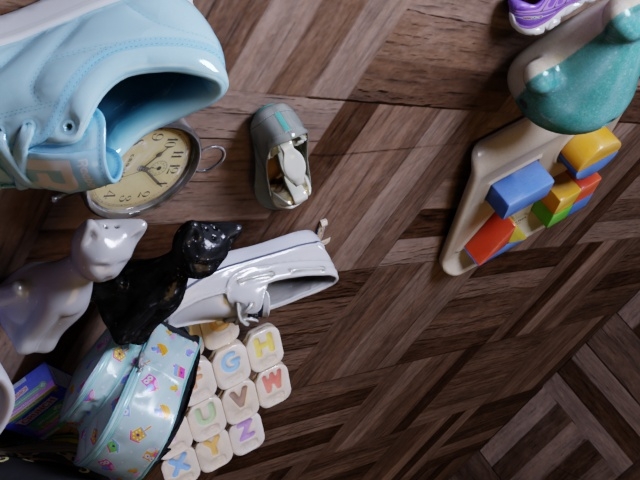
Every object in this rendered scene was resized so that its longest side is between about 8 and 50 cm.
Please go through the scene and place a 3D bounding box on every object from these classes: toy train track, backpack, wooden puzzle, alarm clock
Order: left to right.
[{"bbox_3d":[-0.237,0.198,1.188,0.144,0.188,0.166,26,129,-22],"label":"backpack"},{"bbox_3d":[-0.175,-0.085,0.976,0.192,0.064,0.129,-1,136,-45],"label":"alarm clock"},{"bbox_3d":[0.000,0.000,1.379,0.048,0.014,0.083,-23,150,-26],"label":"toy train track"},{"bbox_3d":[0.364,-0.088,1.601,0.322,0.080,0.347,-27,152,-18],"label":"wooden puzzle"}]

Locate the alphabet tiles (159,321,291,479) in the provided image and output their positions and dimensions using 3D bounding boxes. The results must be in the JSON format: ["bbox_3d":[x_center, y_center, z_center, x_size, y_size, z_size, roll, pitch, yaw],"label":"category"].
[{"bbox_3d":[-0.174,0.231,1.395,0.284,0.021,0.277,-24,123,-23],"label":"alphabet tiles"}]

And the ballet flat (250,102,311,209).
[{"bbox_3d":[-0.042,-0.078,1.144,0.072,0.068,0.213,-30,153,-13],"label":"ballet flat"}]

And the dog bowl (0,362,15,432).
[{"bbox_3d":[-0.465,0.176,1.002,0.265,0.104,0.265,-29,152,-17],"label":"dog bowl"}]

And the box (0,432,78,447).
[{"bbox_3d":[-0.418,0.325,1.369,0.179,0.043,0.105,8,129,-52],"label":"box"}]

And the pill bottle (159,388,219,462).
[{"bbox_3d":[-0.231,0.276,1.454,0.169,0.094,0.094,-26,152,-20],"label":"pill bottle"}]

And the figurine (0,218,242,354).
[{"bbox_3d":[-0.218,0.035,1.037,0.209,0.092,0.215,-37,157,34],"label":"figurine"}]

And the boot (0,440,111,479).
[{"bbox_3d":[-0.381,0.340,1.131,0.378,0.284,0.138,3,95,-40],"label":"boot"}]

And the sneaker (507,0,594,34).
[{"bbox_3d":[0.303,-0.320,1.176,0.170,0.068,0.071,-39,145,2],"label":"sneaker"}]

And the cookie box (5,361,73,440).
[{"bbox_3d":[-0.361,0.212,1.255,0.092,0.040,0.107,-36,153,1],"label":"cookie box"}]

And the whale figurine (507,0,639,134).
[{"bbox_3d":[0.360,-0.226,1.236,0.216,0.141,0.272,-27,175,-21],"label":"whale figurine"}]

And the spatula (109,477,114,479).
[{"bbox_3d":[-0.362,0.377,1.485,0.084,0.030,0.296,-43,171,10],"label":"spatula"}]

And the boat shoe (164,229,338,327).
[{"bbox_3d":[-0.098,0.070,1.288,0.268,0.088,0.096,-18,148,-31],"label":"boat shoe"}]

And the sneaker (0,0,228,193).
[{"bbox_3d":[-0.243,-0.093,0.787,0.366,0.150,0.135,-33,152,-9],"label":"sneaker"}]
